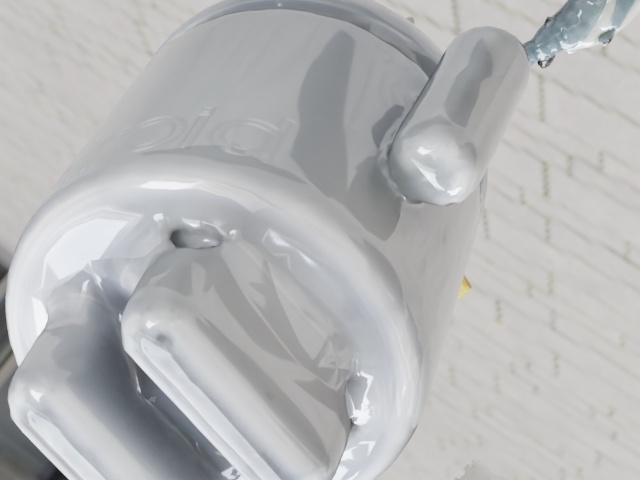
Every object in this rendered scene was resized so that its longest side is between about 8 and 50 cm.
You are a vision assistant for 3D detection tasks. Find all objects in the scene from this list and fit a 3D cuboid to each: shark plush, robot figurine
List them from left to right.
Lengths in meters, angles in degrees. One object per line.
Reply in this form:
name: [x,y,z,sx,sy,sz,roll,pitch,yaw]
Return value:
robot figurine: [-0.025,-0.003,0.786,0.300,0.353,0.200,-28,110,27]
shark plush: [0.186,-0.176,1.119,0.067,0.161,0.073,45,-160,-23]

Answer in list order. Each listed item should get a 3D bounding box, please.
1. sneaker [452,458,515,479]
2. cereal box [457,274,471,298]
sneaker: [0.092,0.177,0.793,0.095,0.090,0.235,19,-170,9]
cereal box: [0.000,0.000,1.230,0.047,0.173,0.240,50,-169,-39]
